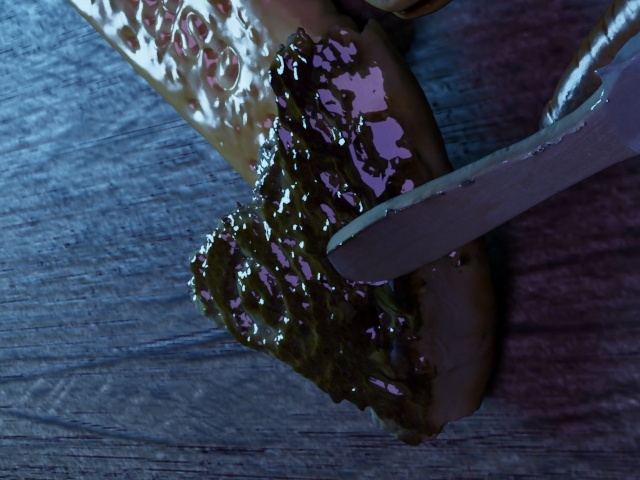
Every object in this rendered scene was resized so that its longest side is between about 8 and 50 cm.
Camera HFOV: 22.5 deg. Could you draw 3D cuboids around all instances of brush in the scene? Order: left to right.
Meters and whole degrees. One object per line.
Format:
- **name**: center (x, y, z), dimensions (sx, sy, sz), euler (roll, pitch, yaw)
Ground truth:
- **brush**: center (0.120, -0.045, 0.763), dimensions (0.085, 0.020, 0.336), euler (34, 139, -29)

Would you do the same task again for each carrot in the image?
- **carrot**: center (0.148, -0.098, 0.743), dimensions (0.057, 0.057, 0.224), euler (51, 145, 11)

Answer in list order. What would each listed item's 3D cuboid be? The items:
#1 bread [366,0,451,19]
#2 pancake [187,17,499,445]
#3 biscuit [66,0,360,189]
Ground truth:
- **bread**: center (0.010, -0.207, 0.810), dimensions (0.200, 0.077, 0.116), euler (54, 134, 6)
- **pancake**: center (0.000, 0.000, 0.953), dimensions (0.244, 0.057, 0.266), euler (-4, 114, 47)
- **biscuit**: center (-0.083, -0.145, 0.983), dimensions (0.250, 0.030, 0.160), euler (46, 140, 17)
